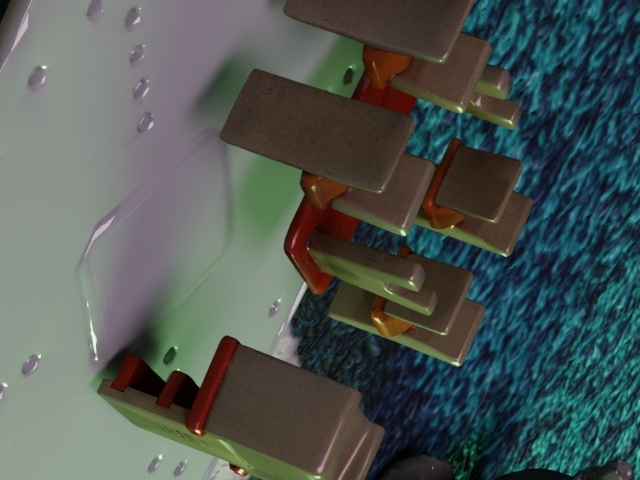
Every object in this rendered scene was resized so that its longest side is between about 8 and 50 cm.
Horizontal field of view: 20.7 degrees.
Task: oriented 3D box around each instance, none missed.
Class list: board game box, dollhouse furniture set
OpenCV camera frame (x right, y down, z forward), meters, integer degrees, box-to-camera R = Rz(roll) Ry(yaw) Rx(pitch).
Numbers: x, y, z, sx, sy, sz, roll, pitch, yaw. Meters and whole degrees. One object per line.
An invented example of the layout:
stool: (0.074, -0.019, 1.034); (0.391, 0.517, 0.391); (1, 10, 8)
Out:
board game box: (-0.101, -0.006, 0.923); (0.390, 0.050, 0.390); (-64, 156, 11)
dollhouse furniture set: (0.000, 0.000, 0.958); (0.259, 0.135, 0.262); (-65, 159, -15)

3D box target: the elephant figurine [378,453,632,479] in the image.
elephant figurine: (0.090, 0.251, 1.321); (0.239, 0.169, 0.186); (5, 85, -31)
